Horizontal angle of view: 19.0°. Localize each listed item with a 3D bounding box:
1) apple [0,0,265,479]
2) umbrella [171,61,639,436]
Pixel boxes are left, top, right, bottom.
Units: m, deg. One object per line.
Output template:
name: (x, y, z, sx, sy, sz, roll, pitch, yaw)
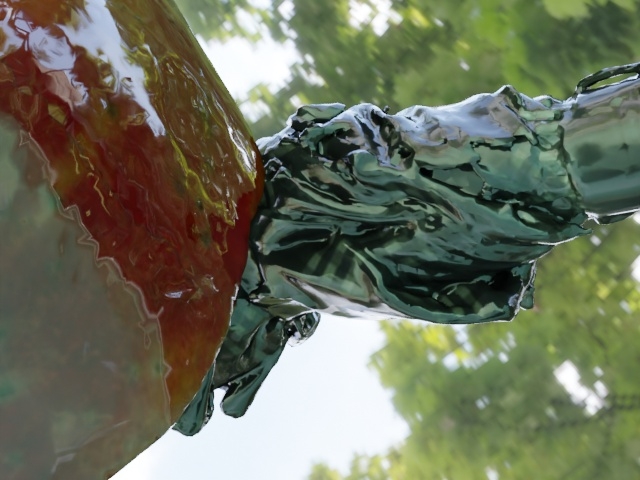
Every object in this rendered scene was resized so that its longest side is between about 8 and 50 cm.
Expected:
apple: (-0.199, -0.017, 0.680, 0.328, 0.365, 0.295, 28, -59, -5)
umbrella: (0.002, 0.010, 0.824, 0.336, 0.128, 0.154, -4, -49, 18)
